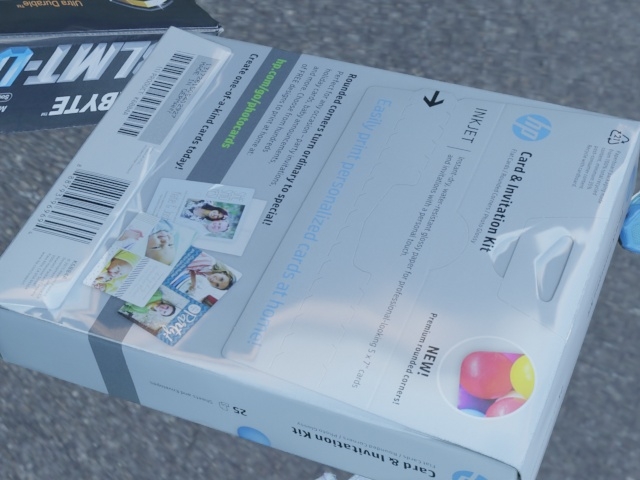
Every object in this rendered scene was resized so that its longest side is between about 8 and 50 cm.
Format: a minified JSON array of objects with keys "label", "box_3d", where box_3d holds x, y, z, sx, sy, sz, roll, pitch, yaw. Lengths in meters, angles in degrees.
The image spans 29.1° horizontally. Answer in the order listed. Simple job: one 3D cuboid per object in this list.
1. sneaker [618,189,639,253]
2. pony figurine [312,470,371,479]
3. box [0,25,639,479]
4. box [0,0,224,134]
[{"label":"sneaker","box_3d":[0.314,-0.022,0.975,0.162,0.073,0.063,-12,99,13]},{"label":"pony figurine","box_3d":[0.017,0.356,0.810,0.351,0.303,0.363,-38,152,12]},{"label":"box","box_3d":[0.000,0.000,0.421,0.038,0.186,0.145,79,31,-49]},{"label":"box","box_3d":[-0.243,-0.166,0.602,0.295,0.293,0.073,-15,147,-49]}]
